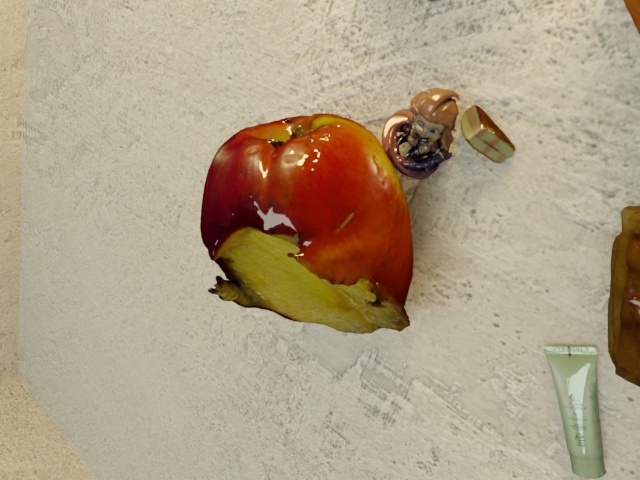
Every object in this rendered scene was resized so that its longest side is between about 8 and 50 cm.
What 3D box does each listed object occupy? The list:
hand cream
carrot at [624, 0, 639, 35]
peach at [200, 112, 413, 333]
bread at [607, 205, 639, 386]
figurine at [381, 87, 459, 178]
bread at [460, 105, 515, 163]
[{"bbox_3d":[0.411,0.269,0.774,0.078,0.050,0.204,-8,91,41],"label":"hand cream"},{"bbox_3d":[0.391,-0.320,0.523,0.100,0.258,0.307,-24,89,20],"label":"carrot"},{"bbox_3d":[0.000,0.000,0.827,0.339,0.353,0.416,3,118,37],"label":"peach"},{"bbox_3d":[0.515,0.090,0.540,0.324,0.167,0.277,21,123,55],"label":"bread"},{"bbox_3d":[0.172,-0.190,0.802,0.126,0.114,0.157,32,135,10],"label":"figurine"},{"bbox_3d":[0.258,-0.171,0.779,0.043,0.062,0.109,-46,69,36],"label":"bread"}]
